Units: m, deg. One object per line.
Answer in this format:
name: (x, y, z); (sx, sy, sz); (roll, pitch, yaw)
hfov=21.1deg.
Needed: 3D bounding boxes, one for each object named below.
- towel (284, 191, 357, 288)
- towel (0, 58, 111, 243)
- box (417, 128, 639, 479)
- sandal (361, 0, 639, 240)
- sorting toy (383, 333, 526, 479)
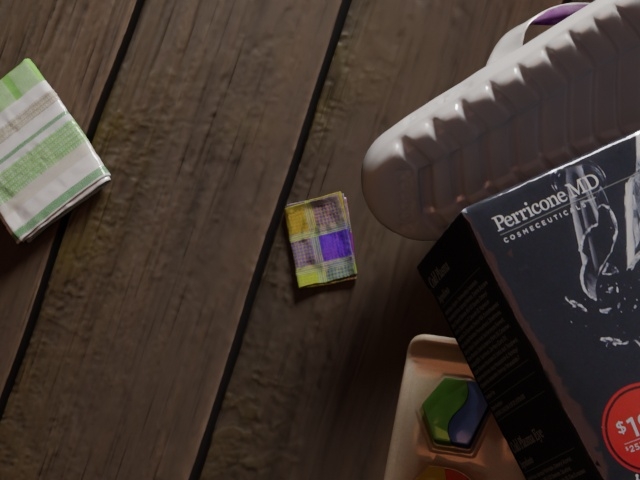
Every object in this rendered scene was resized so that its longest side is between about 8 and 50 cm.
towel: (0.000, 0.000, 1.587); (0.060, 0.009, 0.083); (-11, 80, 9)
towel: (-0.282, -0.085, 1.656); (0.113, 0.023, 0.152); (-36, 74, 3)
box: (0.305, 0.068, 1.365); (0.343, 0.179, 0.312); (-24, 79, -14)
sandal: (0.220, -0.142, 1.509); (0.416, 0.169, 0.102); (-23, 38, 3)
sorting toy: (0.150, 0.191, 1.439); (0.193, 0.038, 0.208); (8, 77, 12)
